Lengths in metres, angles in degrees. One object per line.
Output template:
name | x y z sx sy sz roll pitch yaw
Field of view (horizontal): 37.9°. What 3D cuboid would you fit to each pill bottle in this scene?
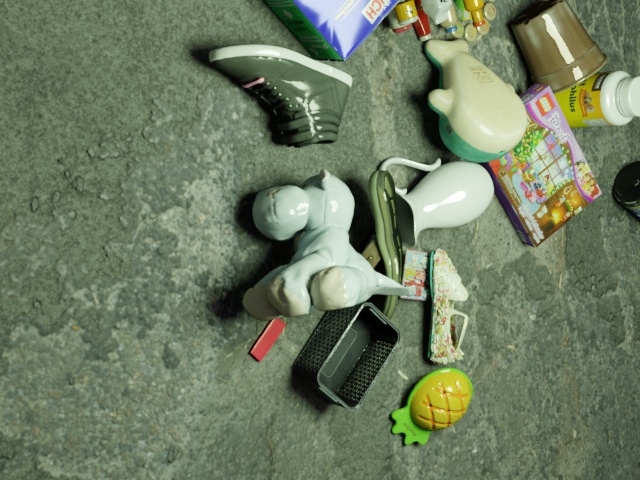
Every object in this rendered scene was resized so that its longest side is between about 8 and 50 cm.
pill bottle | 0.817 -0.093 2.254 0.219 0.123 0.123 32 75 -34
pill bottle | 0.604 -0.306 2.025 0.117 0.215 0.117 -3 94 -36

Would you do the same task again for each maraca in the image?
maraca | 0.224 0.333 1.868 0.185 0.099 0.127 -44 111 2

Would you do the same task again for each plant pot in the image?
plant pot | 0.495 -0.419 1.983 0.167 0.167 0.165 -42 108 -27

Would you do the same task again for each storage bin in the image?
storage bin | 0.050 0.208 1.731 0.122 0.084 0.180 44 70 -30

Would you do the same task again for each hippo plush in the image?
hippo plush | 0.000 0.000 1.582 0.294 0.234 0.237 -9 86 -3

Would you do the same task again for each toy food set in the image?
toy food set | 0.216 -0.431 1.793 0.232 0.111 0.104 -35 114 -39

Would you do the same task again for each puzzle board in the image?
puzzle board | 0.197 0.070 1.851 0.128 0.011 0.096 11 87 -57

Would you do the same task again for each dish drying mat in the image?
dish drying mat | -0.095 0.176 1.673 0.032 0.008 0.083 47 66 -30

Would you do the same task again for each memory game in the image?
memory game | 0.300 -0.502 1.914 0.186 0.012 0.186 -2 94 -36

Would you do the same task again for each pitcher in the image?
pitcher | 0.224 -0.102 1.831 0.207 0.125 0.178 -23 90 -23

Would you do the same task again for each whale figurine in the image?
whale figurine | 0.287 -0.274 1.845 0.216 0.141 0.272 -12 66 -32

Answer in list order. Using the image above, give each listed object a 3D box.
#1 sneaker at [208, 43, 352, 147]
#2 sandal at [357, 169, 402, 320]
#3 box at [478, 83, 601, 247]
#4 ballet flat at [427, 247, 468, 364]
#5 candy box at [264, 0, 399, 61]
sneaker | -0.065 -0.241 1.605 0.295 0.104 0.147 9 82 -41
sandal | 0.106 0.010 1.760 0.120 0.086 0.303 -69 154 -65
box | 0.459 -0.158 1.993 0.201 0.057 0.293 -39 116 -9
ballet flat | 0.261 0.135 1.879 0.091 0.077 0.241 -29 120 -67
candy box | 0.005 -0.512 1.601 0.268 0.122 0.317 -49 118 -8
